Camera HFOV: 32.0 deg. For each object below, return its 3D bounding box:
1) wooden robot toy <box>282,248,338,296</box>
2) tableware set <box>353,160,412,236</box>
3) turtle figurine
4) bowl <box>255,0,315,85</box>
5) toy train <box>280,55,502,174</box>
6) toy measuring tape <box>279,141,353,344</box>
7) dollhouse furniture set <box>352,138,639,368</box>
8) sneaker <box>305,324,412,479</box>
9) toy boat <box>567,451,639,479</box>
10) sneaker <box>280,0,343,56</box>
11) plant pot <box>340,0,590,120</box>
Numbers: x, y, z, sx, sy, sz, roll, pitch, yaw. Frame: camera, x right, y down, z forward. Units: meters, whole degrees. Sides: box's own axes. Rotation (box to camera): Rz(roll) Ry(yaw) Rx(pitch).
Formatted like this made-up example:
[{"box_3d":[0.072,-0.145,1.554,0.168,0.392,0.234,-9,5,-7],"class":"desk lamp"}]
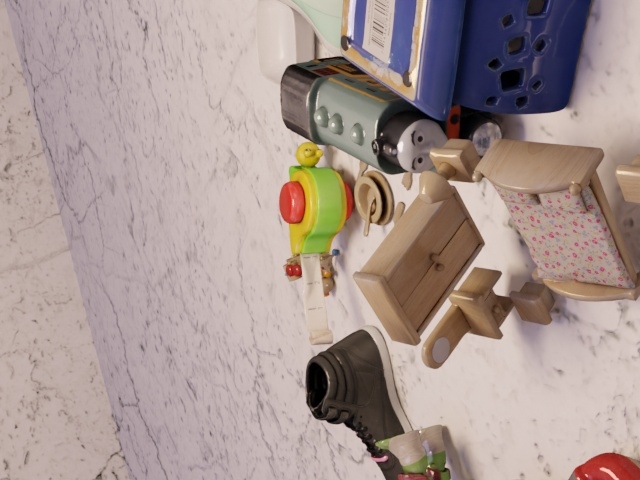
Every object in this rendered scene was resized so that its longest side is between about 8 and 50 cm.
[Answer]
[{"box_3d":[-0.014,0.065,1.935,0.173,0.076,0.079,-6,109,63],"class":"wooden robot toy"},{"box_3d":[0.083,-0.102,1.694,0.128,0.039,0.194,53,146,37],"class":"tableware set"},{"box_3d":[0.141,0.427,1.674,0.274,0.197,0.266,-37,66,57],"class":"turtle figurine"},{"box_3d":[-0.054,-0.329,1.832,0.142,0.053,0.142,33,132,53],"class":"bowl"},{"box_3d":[0.088,-0.169,1.488,0.334,0.190,0.142,36,134,52],"class":"toy train"},{"box_3d":[0.000,0.000,1.791,0.121,0.121,0.330,-20,74,63],"class":"toy measuring tape"},{"box_3d":[0.237,0.056,1.264,0.355,0.174,0.303,10,143,45],"class":"dollhouse furniture set"},{"box_3d":[0.060,0.299,1.816,0.104,0.146,0.296,-20,86,61],"class":"sneaker"},{"box_3d":[0.342,0.359,1.280,0.231,0.151,0.151,49,126,42],"class":"toy boat"},{"box_3d":[-0.005,-0.407,1.654,0.256,0.094,0.151,49,150,25],"class":"sneaker"},{"box_3d":[0.154,-0.277,1.287,0.236,0.212,0.236,43,138,45],"class":"plant pot"}]
